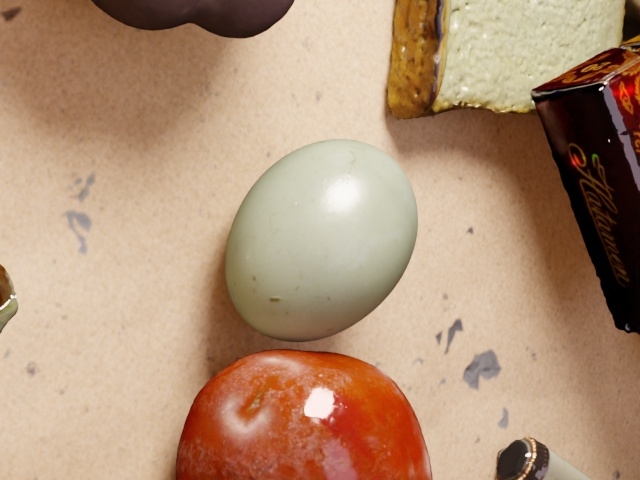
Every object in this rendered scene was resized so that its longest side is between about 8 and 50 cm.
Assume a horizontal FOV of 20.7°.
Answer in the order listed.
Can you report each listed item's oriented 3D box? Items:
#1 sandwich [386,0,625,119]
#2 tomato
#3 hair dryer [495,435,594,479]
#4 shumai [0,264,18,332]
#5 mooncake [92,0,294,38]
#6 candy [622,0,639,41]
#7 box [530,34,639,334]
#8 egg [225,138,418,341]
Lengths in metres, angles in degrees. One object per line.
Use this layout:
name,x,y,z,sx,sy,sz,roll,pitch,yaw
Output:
sandwich,0.180,-0.222,1.666,0.251,0.087,0.226,-1,102,-39
tomato,-0.005,0.203,1.470,0.232,0.188,0.232,-5,97,-40
hair dryer,0.299,0.299,1.779,0.362,0.128,0.203,36,71,-26
shumai,-0.336,0.107,1.191,0.222,0.203,0.272,18,84,-37
mooncake,-0.090,-0.301,1.335,0.306,0.154,0.306,-13,126,-19
candy,0.347,-0.317,1.792,0.102,0.104,0.234,31,73,-32
box,0.420,-0.108,1.713,0.415,0.115,0.264,-29,105,-28
egg,0.000,0.000,1.490,0.192,0.149,0.149,-48,120,-19
